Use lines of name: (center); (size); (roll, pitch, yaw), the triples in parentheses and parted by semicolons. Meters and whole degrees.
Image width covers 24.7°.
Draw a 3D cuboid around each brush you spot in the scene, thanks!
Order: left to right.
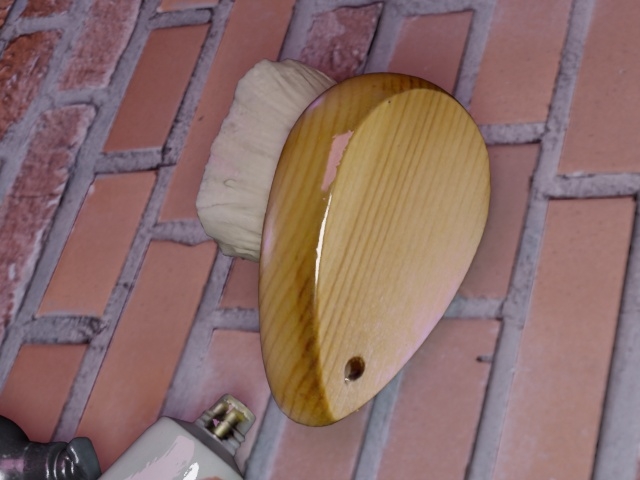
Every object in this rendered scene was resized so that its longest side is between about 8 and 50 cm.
brush: (0.000, 0.000, 1.078); (0.166, 0.174, 0.267); (9, 74, 47)

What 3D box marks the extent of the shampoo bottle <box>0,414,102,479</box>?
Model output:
shampoo bottle: (-0.293, 0.184, 1.107); (0.283, 0.101, 0.101); (-9, 51, 21)

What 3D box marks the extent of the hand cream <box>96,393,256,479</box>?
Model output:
hand cream: (-0.162, 0.242, 1.007); (0.124, 0.078, 0.341); (38, 73, 8)
